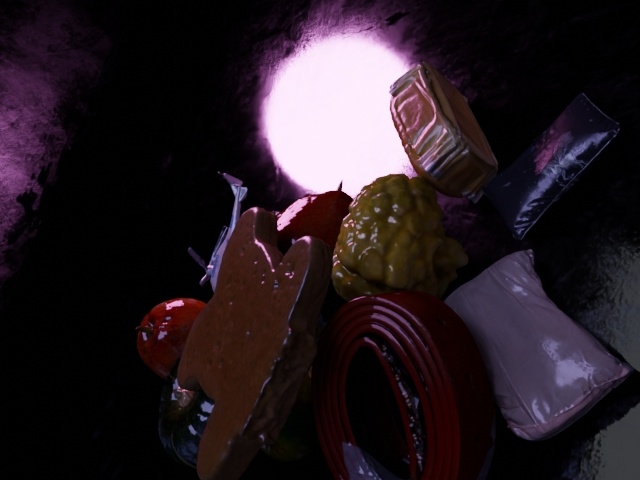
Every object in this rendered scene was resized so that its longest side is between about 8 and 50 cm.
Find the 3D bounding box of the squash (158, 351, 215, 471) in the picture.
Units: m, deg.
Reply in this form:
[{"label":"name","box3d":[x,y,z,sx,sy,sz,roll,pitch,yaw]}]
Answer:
[{"label":"squash","box3d":[-0.191,0.295,1.422,0.252,0.165,0.252,-29,47,36]}]

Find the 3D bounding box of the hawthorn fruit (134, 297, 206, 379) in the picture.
[{"label":"hawthorn fruit","box3d":[-0.298,0.200,1.599,0.179,0.200,0.179,-27,52,42]}]

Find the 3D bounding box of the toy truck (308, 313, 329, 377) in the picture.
[{"label":"toy truck","box3d":[0.021,0.206,1.286,0.116,0.085,0.191,-63,30,14]}]

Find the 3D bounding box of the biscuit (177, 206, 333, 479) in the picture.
[{"label":"biscuit","box3d":[-0.104,0.148,1.169,0.368,0.076,0.394,-67,24,3]}]

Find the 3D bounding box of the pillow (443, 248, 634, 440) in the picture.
[{"label":"pillow","box3d":[0.269,0.130,1.032,0.173,0.067,0.270,-48,39,19]}]

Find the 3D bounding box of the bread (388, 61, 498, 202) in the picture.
[{"label":"bread","box3d":[0.196,-0.178,1.283,0.107,0.136,0.241,-41,40,27]}]

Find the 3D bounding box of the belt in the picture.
[{"label":"belt","box3d":[0.108,0.230,1.033,0.227,0.115,0.324,-13,83,38]}]

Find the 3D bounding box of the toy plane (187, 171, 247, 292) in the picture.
[{"label":"toy plane","box3d":[-0.177,0.008,1.627,0.107,0.182,0.273,7,66,33]}]

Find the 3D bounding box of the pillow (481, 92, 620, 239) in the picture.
[{"label":"pillow","box3d":[0.332,-0.110,1.130,0.208,0.055,0.141,-47,30,19]}]

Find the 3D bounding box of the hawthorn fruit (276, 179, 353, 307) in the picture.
[{"label":"hawthorn fruit","box3d":[0.000,0.000,1.386,0.189,0.189,0.251,-18,40,45]}]

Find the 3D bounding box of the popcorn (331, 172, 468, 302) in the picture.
[{"label":"popcorn","box3d":[0.125,0.013,1.189,0.226,0.203,0.200,-70,1,-57]}]

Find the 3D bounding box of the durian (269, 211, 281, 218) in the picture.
[{"label":"durian","box3d":[-0.109,-0.004,1.616,0.110,0.071,0.140,-26,53,41]}]

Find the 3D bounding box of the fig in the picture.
[{"label":"fig","box3d":[-0.047,0.281,1.314,0.117,0.117,0.178,-29,36,38]}]
